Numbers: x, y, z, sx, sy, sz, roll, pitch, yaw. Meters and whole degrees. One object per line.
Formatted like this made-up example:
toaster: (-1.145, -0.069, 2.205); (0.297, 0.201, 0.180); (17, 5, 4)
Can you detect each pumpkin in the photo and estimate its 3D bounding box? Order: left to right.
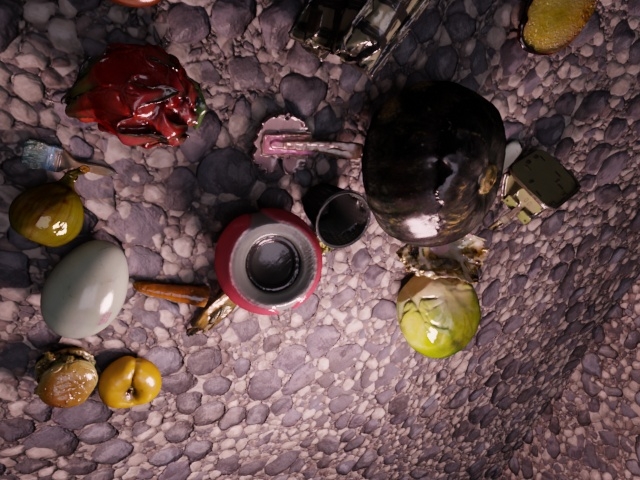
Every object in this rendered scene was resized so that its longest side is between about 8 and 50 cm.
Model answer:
pumpkin: (0.303, -0.205, 1.199); (0.455, 0.344, 0.453); (-23, 121, -44)

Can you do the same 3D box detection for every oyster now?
oyster: (0.422, 0.051, 1.540); (0.355, 0.200, 0.107); (9, 159, -17)

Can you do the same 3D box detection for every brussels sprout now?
brussels sprout: (0.000, 0.000, 1.372); (0.085, 0.058, 0.085); (7, 130, 8)
brussels sprout: (0.424, 0.266, 1.617); (0.345, 0.268, 0.343); (-4, 99, -29)

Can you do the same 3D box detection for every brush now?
brush: (-0.572, -0.177, 1.014); (0.197, 0.021, 0.070); (12, 114, -31)

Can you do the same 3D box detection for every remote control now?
remote control: (0.598, -0.242, 1.514); (0.256, 0.045, 0.097); (-49, 130, 5)

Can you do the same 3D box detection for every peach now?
peach: (-0.572, 0.428, 1.327); (0.179, 0.103, 0.179); (-11, 120, -20)
peach: (0.680, -0.655, 1.292); (0.280, 0.068, 0.188); (-21, 118, -10)

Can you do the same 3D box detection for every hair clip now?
hair clip: (-0.035, -0.254, 1.190); (0.301, 0.069, 0.172); (2, 117, -15)

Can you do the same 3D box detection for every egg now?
egg: (-0.577, 0.119, 1.089); (0.183, 0.183, 0.264); (22, 100, -34)

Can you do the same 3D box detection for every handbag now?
handbag: (0.102, -0.532, 0.929); (0.163, 0.325, 0.327); (28, 104, -33)

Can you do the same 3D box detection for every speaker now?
speaker: (-0.147, 0.058, 1.201); (0.295, 0.294, 0.294); (-12, 123, -19)

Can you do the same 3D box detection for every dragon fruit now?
dragon fruit: (-0.391, -0.287, 0.905); (0.293, 0.234, 0.233); (-16, 124, -20)

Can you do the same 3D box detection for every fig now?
fig: (-0.611, -0.082, 0.994); (0.142, 0.148, 0.186); (14, 77, -17)

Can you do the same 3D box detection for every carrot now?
carrot: (-0.428, 0.147, 1.259); (0.210, 0.061, 0.061); (14, 112, -26)

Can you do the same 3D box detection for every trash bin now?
trash bin: (0.032, -0.089, 1.264); (0.176, 0.161, 0.175); (-13, 122, -22)

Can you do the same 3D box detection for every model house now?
model house: (0.714, -0.148, 1.561); (0.219, 0.204, 0.278); (-29, 163, -27)

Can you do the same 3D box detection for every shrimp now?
shrimp: (-0.318, 0.216, 1.307); (0.254, 0.145, 0.059); (-40, 83, 2)

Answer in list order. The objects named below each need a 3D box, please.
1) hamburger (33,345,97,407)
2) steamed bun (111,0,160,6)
hamburger: (-0.703, 0.369, 1.212); (0.159, 0.131, 0.184); (-28, 123, -12)
steamed bun: (-0.383, -0.594, 0.717); (0.248, 0.235, 0.379); (-16, 124, -20)
